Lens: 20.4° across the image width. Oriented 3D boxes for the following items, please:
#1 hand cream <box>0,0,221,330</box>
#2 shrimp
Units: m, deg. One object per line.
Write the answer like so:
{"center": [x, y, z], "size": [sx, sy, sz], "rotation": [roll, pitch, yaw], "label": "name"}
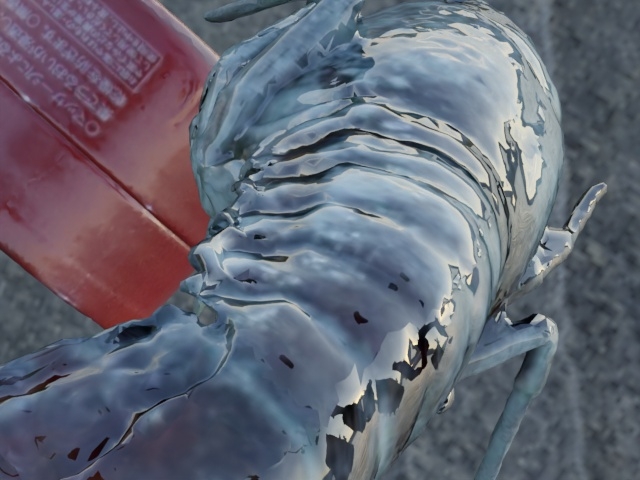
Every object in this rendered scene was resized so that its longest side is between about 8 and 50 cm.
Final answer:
{"center": [-0.138, -0.069, 0.976], "size": [0.230, 0.149, 0.230], "rotation": [39, -1, 1], "label": "hand cream"}
{"center": [0.004, -0.002, 0.558], "size": [0.410, 0.166, 0.221], "rotation": [-78, 143, -74], "label": "shrimp"}
